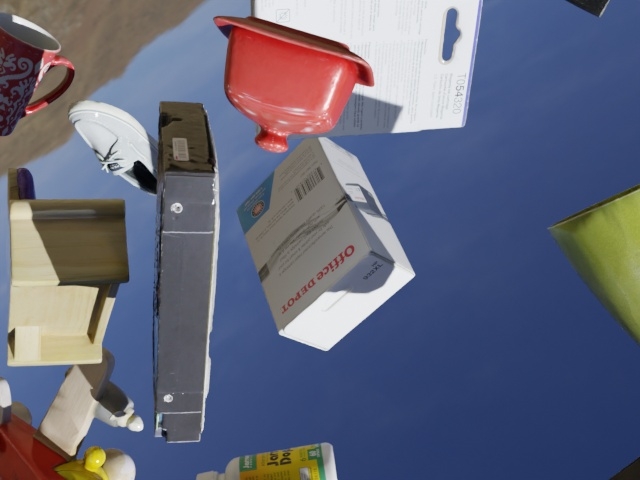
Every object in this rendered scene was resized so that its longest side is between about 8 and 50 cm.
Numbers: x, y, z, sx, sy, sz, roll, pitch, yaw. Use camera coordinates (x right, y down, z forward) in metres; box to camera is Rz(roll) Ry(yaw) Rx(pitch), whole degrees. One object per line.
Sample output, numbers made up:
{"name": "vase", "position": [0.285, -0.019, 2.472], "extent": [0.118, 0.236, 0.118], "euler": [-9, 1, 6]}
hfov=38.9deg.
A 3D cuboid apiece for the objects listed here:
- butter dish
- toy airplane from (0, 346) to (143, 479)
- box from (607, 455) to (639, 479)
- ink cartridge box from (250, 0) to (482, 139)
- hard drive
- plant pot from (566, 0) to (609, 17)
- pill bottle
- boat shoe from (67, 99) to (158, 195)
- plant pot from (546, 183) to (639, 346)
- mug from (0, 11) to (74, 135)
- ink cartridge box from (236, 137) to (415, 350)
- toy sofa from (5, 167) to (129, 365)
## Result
{"name": "butter dish", "position": [-0.035, -0.147, 0.912], "extent": [0.160, 0.159, 0.118], "euler": [-27, 135, -85]}
{"name": "toy airplane", "position": [-0.460, 0.406, 1.595], "extent": [0.386, 0.385, 0.272], "euler": [-20, 162, 40]}
{"name": "box", "position": [0.417, 0.290, 1.006], "extent": [0.307, 0.242, 0.077], "euler": [-57, -139, 41]}
{"name": "ink cartridge box", "position": [0.063, -0.305, 1.321], "extent": [0.330, 0.324, 0.071], "euler": [-5, -141, -9]}
{"name": "hard drive", "position": [-0.163, 0.032, 1.067], "extent": [0.064, 0.339, 0.237], "euler": [2, -155, -12]}
{"name": "plant pot", "position": [0.193, -0.327, 0.728], "extent": [0.187, 0.166, 0.188], "euler": [102, 7, -55]}
{"name": "pill bottle", "position": [-0.076, 0.378, 1.364], "extent": [0.208, 0.118, 0.117], "euler": [-9, -158, 0]}
{"name": "boat shoe", "position": [-0.316, -0.142, 1.455], "extent": [0.079, 0.227, 0.081], "euler": [-14, -120, 26]}
{"name": "plant pot", "position": [0.588, 0.052, 1.589], "extent": [0.274, 0.294, 0.275], "euler": [-25, 176, -2]}
{"name": "mug", "position": [-0.485, -0.252, 1.444], "extent": [0.169, 0.150, 0.113], "euler": [-57, -162, 19]}
{"name": "ink cartridge box", "position": [0.000, 0.000, 1.584], "extent": [0.223, 0.129, 0.307], "euler": [-43, -134, 22]}
{"name": "toy sofa", "position": [-0.375, 0.046, 1.312], "extent": [0.362, 0.150, 0.177], "euler": [125, -40, -58]}
